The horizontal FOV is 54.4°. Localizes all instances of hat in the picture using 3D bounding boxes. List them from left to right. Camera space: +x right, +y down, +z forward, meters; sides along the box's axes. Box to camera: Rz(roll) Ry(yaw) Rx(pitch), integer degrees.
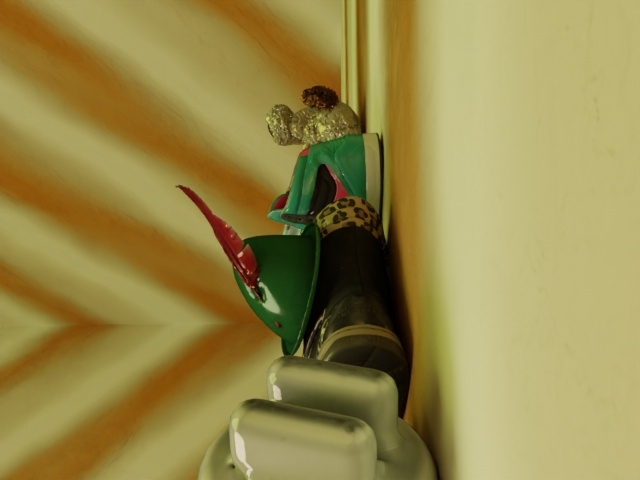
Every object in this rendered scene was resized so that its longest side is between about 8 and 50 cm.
[{"bbox_3d":[-0.108,0.036,0.794,0.173,0.184,0.208,-127,49,-73],"label":"hat"}]

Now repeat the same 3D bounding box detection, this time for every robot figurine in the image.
[{"bbox_3d":[-0.002,0.282,0.552,0.300,0.200,0.353,-39,-47,-59],"label":"robot figurine"}]

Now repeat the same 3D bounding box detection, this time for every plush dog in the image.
[{"bbox_3d":[0.027,-0.224,1.373,0.262,0.211,0.225,61,168,-6],"label":"plush dog"}]

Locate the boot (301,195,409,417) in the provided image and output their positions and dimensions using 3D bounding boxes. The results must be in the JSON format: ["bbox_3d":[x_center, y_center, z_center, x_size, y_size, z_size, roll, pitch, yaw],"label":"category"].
[{"bbox_3d":[0.028,0.152,0.864,0.377,0.138,0.284,95,175,-45],"label":"boot"}]

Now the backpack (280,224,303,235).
[{"bbox_3d":[0.000,0.000,1.166,0.166,0.145,0.188,-57,-18,-61],"label":"backpack"}]

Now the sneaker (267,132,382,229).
[{"bbox_3d":[0.006,-0.022,0.994,0.124,0.179,0.295,-91,0,-76],"label":"sneaker"}]
